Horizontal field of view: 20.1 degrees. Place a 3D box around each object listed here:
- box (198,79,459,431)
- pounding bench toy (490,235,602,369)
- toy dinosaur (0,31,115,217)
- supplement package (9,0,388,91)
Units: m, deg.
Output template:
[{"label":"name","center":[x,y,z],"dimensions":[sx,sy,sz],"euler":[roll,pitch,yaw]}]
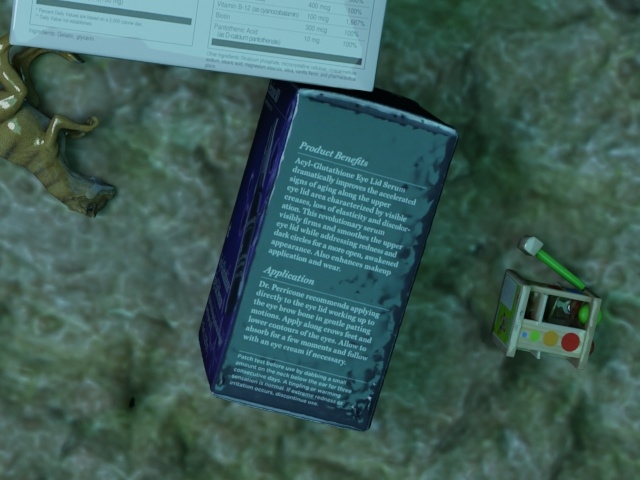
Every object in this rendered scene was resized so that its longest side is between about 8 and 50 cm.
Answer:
[{"label":"box","center":[0.000,0.000,1.187],"dimensions":[0.108,0.153,0.207],"euler":[14,98,-10]},{"label":"pounding bench toy","center":[0.164,0.041,1.268],"dimensions":[0.065,0.052,0.083],"euler":[10,99,-10]},{"label":"toy dinosaur","center":[-0.217,-0.092,1.185],"dimensions":[0.211,0.064,0.112],"euler":[34,96,-12]},{"label":"supplement package","center":[-0.075,-0.186,1.082],"dimensions":[0.204,0.262,0.145],"euler":[7,100,-9]}]
